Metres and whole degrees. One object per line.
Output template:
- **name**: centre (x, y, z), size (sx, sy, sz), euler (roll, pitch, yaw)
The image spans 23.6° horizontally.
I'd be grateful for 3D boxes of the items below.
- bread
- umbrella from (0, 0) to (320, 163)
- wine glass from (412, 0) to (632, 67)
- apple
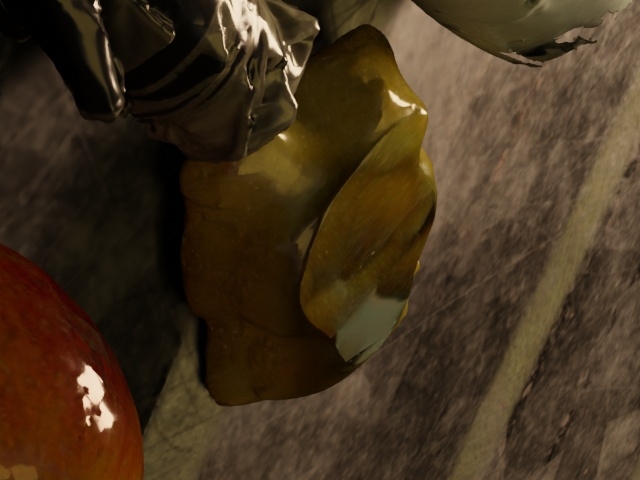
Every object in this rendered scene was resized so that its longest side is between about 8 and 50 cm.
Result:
- **bread**: centre (0.000, 0.000, 0.868), size (0.161, 0.088, 0.233), euler (-45, 146, -28)
- **umbrella**: centre (-0.125, -0.146, 0.574), size (0.106, 0.113, 0.357), euler (-52, 140, -8)
- **wine glass**: centre (0.059, -0.191, 0.759), size (0.321, 0.143, 0.143), euler (23, 96, -60)
- **apple**: centre (-0.164, 0.075, 0.621), size (0.160, 0.173, 0.195), euler (-44, 144, -7)
